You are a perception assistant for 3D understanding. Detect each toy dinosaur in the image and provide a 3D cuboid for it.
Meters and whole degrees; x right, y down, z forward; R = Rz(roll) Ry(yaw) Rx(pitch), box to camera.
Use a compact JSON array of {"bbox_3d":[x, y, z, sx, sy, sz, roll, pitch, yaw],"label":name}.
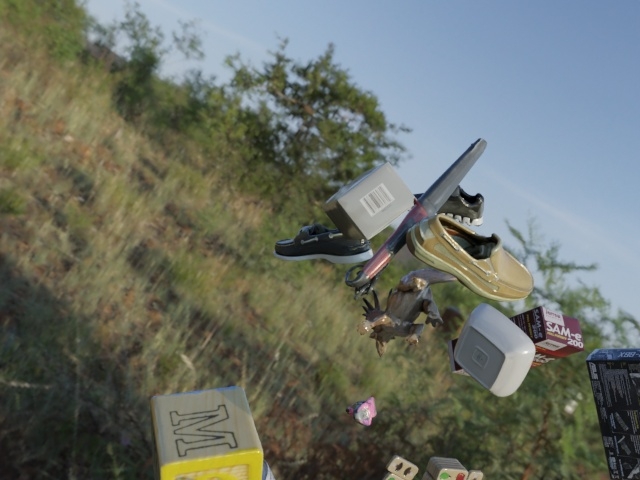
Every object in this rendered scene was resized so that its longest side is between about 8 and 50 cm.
[{"bbox_3d":[0.188,0.138,1.657,0.127,0.295,0.200,41,14,-7],"label":"toy dinosaur"}]

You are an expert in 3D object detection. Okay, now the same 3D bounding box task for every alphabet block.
[{"bbox_3d":[-0.227,0.427,1.459,0.194,0.192,0.197,-5,28,-16],"label":"alphabet block"}]

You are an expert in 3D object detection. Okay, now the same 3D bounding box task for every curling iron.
[{"bbox_3d":[0.123,-0.034,0.971,0.035,0.274,0.068,42,-6,-11],"label":"curling iron"}]

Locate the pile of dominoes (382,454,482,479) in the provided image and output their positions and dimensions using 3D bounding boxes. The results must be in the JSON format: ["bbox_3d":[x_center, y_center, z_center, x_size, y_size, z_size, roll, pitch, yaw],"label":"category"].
[{"bbox_3d":[0.175,0.496,1.294,0.196,0.251,0.040,12,13,-23],"label":"pile of dominoes"}]

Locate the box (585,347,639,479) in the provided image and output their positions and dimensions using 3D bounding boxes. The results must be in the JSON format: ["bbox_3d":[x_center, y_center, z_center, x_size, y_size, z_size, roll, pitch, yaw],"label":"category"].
[{"bbox_3d":[0.760,0.400,1.692,0.243,0.307,0.077,-9,7,41],"label":"box"}]

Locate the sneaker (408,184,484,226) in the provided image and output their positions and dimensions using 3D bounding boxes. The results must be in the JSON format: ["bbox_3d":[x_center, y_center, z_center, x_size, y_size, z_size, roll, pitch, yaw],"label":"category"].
[{"bbox_3d":[0.337,-0.112,2.018,0.235,0.106,0.078,12,35,2],"label":"sneaker"}]

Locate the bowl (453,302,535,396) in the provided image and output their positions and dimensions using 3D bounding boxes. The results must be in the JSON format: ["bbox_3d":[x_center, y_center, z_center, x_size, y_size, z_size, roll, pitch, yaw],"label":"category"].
[{"bbox_3d":[0.301,0.201,1.330,0.053,0.142,0.142,-15,44,-38],"label":"bowl"}]

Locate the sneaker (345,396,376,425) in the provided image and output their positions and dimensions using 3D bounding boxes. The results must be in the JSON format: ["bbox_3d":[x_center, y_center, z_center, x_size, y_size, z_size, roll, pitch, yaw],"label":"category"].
[{"bbox_3d":[0.076,0.348,1.507,0.057,0.047,0.119,-7,-5,15],"label":"sneaker"}]

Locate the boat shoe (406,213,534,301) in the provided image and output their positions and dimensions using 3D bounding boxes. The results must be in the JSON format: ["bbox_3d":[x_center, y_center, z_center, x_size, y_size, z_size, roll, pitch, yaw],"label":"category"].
[{"bbox_3d":[0.201,0.021,0.922,0.190,0.068,0.072,22,-39,-23],"label":"boat shoe"}]

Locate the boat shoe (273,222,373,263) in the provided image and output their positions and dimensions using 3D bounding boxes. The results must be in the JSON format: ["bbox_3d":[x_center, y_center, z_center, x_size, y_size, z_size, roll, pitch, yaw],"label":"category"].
[{"bbox_3d":[0.000,0.000,1.842,0.303,0.091,0.114,-1,14,37],"label":"boat shoe"}]

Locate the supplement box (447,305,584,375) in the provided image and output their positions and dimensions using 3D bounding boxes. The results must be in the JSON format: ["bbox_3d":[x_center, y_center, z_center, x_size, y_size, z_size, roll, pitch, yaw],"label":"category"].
[{"bbox_3d":[0.392,0.214,1.509,0.130,0.073,0.239,18,-35,-35],"label":"supplement box"}]

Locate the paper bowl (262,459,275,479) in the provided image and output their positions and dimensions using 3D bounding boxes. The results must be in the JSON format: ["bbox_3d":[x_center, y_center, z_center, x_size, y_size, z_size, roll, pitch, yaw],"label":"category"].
[{"bbox_3d":[-0.252,0.629,1.829,0.148,0.284,0.284,67,-10,-16],"label":"paper bowl"}]

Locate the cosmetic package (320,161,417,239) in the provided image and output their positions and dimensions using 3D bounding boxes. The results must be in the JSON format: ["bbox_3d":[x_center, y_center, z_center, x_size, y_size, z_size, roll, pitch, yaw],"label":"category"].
[{"bbox_3d":[0.089,-0.073,1.465,0.107,0.127,0.238,52,-4,-2],"label":"cosmetic package"}]
